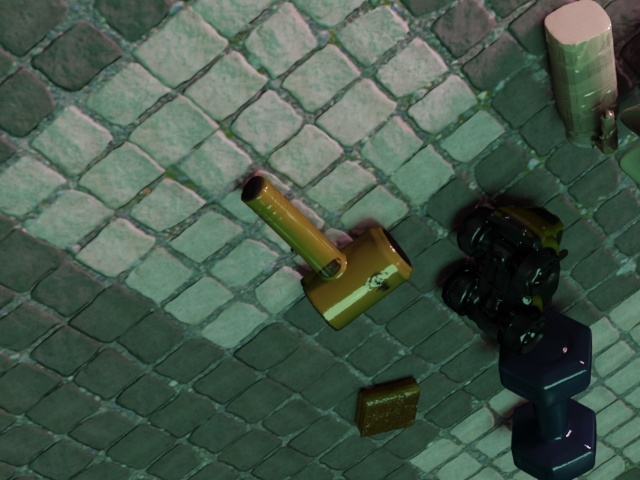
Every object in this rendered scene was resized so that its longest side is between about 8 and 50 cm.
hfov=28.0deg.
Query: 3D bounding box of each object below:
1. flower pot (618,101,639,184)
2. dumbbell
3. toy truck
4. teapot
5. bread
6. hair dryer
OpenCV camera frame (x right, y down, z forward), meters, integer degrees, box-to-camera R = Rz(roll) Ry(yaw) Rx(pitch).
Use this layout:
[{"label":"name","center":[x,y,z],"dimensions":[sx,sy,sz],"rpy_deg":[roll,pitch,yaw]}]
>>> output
[{"label":"flower pot","center":[0.537,-0.208,1.574],"dimensions":[0.164,0.254,0.367],"rpy_deg":[26,86,-41]},{"label":"dumbbell","center":[0.370,0.257,2.072],"dimensions":[0.144,0.160,0.325],"rpy_deg":[-1,140,13]},{"label":"toy truck","center":[0.284,0.039,1.826],"dimensions":[0.165,0.147,0.224],"rpy_deg":[-31,142,-34]},{"label":"teapot","center":[0.343,-0.195,1.627],"dimensions":[0.077,0.107,0.200],"rpy_deg":[-26,139,-4]},{"label":"bread","center":[0.106,0.262,2.020],"dimensions":[0.094,0.035,0.090],"rpy_deg":[-12,136,-17]},{"label":"hair dryer","center":[0.000,0.000,1.671],"dimensions":[0.135,0.090,0.279],"rpy_deg":[-36,132,11]}]
